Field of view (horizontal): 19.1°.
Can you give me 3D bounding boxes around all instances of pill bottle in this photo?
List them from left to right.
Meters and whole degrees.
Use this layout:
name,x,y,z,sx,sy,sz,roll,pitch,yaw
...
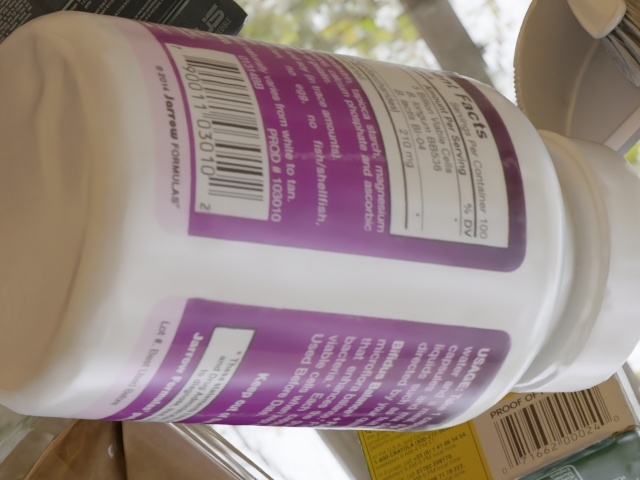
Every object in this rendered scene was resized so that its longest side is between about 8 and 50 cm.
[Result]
name,x,y,z,sx,sy,sz,roll,pitch,yaw
pill bottle,0.000,0.000,0.849,0.302,0.169,0.169,6,175,-33

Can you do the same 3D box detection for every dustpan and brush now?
name,x,y,z,sx,sy,sz,roll,pitch,yaw
dustpan and brush,0.144,-0.133,1.016,0.147,0.060,0.211,-48,-158,15

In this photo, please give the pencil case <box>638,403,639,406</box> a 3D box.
name,x,y,z,sx,sy,sz,roll,pitch,yaw
pencil case,0.350,0.239,1.600,0.160,0.386,0.167,-73,-179,-58

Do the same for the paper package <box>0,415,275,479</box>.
name,x,y,z,sx,sy,sz,roll,pitch,yaw
paper package,-0.055,0.217,1.026,0.168,0.309,0.325,-49,-173,-4

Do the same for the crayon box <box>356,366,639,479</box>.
name,x,y,z,sx,sy,sz,roll,pitch,yaw
crayon box,0.120,0.088,1.479,0.202,0.081,0.318,-27,-135,10

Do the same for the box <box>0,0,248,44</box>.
name,x,y,z,sx,sy,sz,roll,pitch,yaw
box,-0.171,-0.088,0.919,0.232,0.183,0.059,-54,-161,-24
